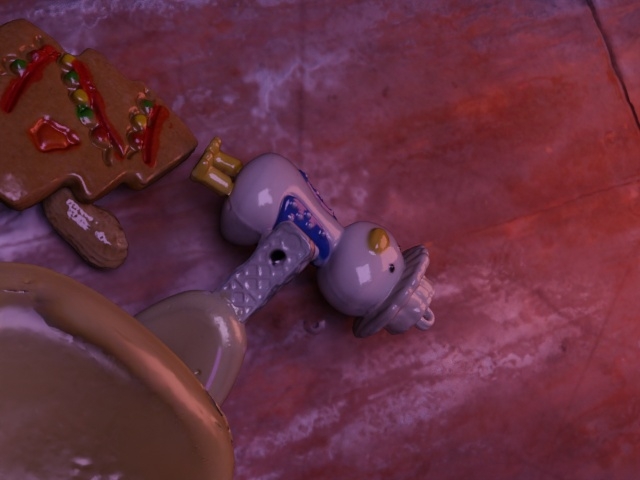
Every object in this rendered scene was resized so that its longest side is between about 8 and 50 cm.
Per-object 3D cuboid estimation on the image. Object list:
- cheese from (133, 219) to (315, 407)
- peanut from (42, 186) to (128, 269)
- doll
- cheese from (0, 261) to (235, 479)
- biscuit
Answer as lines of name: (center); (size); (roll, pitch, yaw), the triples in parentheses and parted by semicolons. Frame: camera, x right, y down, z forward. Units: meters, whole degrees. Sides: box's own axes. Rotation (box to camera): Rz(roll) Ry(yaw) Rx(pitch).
cheese: (-0.094, 0.077, 1.043); (0.235, 0.050, 0.127); (-44, 81, 11)
peanut: (-0.227, -0.020, 1.060); (0.054, 0.054, 0.113); (-42, 93, -25)
doll: (0.000, 0.000, 1.112); (0.293, 0.119, 0.138); (37, 30, -9)
cheese: (-0.211, 0.186, 0.949); (0.316, 0.128, 0.259); (35, 88, -24)
biscuit: (-0.228, -0.115, 1.061); (0.238, 0.041, 0.212); (8, 55, -26)
